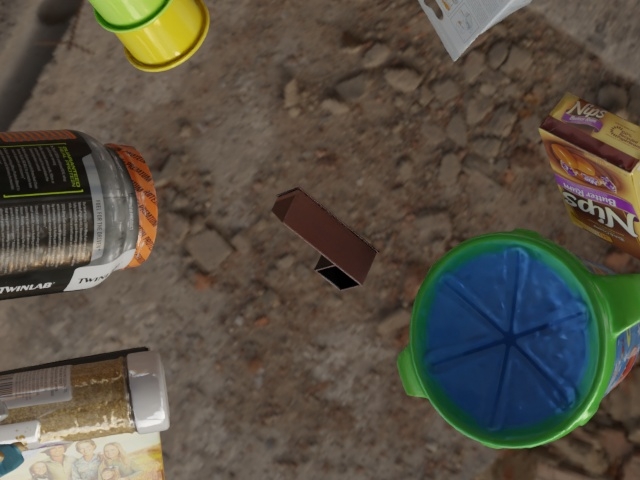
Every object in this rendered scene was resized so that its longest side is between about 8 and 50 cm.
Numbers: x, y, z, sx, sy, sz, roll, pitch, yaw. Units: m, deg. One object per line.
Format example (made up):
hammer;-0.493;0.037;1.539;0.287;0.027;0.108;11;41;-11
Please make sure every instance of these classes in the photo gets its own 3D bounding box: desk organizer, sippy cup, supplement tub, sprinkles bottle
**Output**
desk organizer;0.000;0.000;1.341;0.130;0.050;0.047;39;149;-24
sippy cup;0.254;0.105;1.338;0.305;0.224;0.240;18;100;32
supplement tub;-0.359;-0.028;1.340;0.193;0.316;0.193;12;105;54
sprinkles bottle;-0.403;0.246;1.725;0.355;0.121;0.121;-8;116;-7

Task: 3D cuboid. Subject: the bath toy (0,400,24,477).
bath toy;-0.509;0.161;1.469;0.129;0.151;0.348;-30;79;8

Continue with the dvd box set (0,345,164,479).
dvd box set;-0.423;0.366;2.010;0.307;0.062;0.420;-9;134;-13

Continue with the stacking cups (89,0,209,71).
stacking cups;-0.203;-0.279;1.035;0.096;0.096;0.316;2;152;23

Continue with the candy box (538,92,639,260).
candy box;0.291;-0.057;1.176;0.109;0.053;0.187;33;169;35

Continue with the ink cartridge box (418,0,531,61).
ink cartridge box;0.154;-0.285;1.181;0.145;0.045;0.179;61;153;9
